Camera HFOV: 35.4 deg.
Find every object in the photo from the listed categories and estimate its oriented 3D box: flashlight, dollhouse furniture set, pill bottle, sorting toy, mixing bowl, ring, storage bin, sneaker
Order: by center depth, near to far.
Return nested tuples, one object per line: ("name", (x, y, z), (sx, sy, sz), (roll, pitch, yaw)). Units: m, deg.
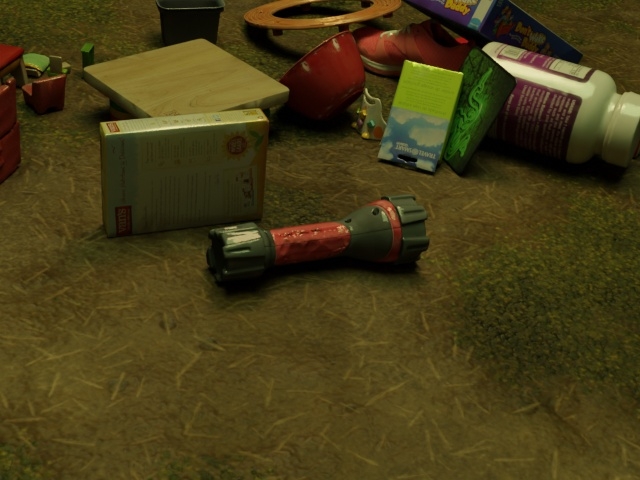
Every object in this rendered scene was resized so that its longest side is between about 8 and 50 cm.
("flashlight", (0.000, 0.000, 1.412), (0.304, 0.103, 0.103), (-8, 39, -22))
("dollhouse furniture set", (-0.545, -0.243, 1.631), (0.201, 0.152, 0.374), (13, 34, 9))
("sorting toy", (-0.234, -0.242, 1.739), (0.257, 0.089, 0.255), (-23, 44, -36))
("pill bottle", (0.413, -0.232, 1.763), (0.301, 0.169, 0.169), (21, 37, 21))
("sorting toy", (0.088, -0.228, 1.784), (0.045, 0.075, 0.083), (-12, 37, -25))
("mixing bowl", (0.013, -0.279, 1.792), (0.098, 0.181, 0.181), (52, 46, 4))
("dollhouse furniture set", (-0.501, -0.341, 1.868), (0.151, 0.059, 0.076), (8, 34, 2))
("sneaker", (0.191, -0.385, 1.980), (0.314, 0.136, 0.116), (30, 40, 31))
("storage bin", (-0.269, -0.449, 2.038), (0.135, 0.091, 0.098), (-5, 36, -18))
("ring", (0.006, -0.481, 2.128), (0.336, 0.032, 0.336), (-5, 23, 2))

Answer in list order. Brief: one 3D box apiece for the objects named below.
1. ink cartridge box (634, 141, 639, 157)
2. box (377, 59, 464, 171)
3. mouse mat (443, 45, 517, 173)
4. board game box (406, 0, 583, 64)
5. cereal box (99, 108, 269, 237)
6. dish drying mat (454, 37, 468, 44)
("ink cartridge box", (0.540, -0.223, 1.863), (0.150, 0.063, 0.109), (25, 38, 24))
("box", (0.173, -0.211, 1.725), (0.109, 0.178, 0.042), (15, -4, 14))
("mouse mat", (0.252, -0.225, 1.718), (0.007, 0.190, 0.152), (14, 26, -33))
("board game box", (0.332, -0.423, 1.962), (0.233, 0.078, 0.347), (36, 13, 38))
("cereal box", (-0.198, -0.099, 1.460), (0.240, 0.173, 0.047), (-7, 36, -20))
("dish drying mat", (0.307, -0.433, 2.185), (0.083, 0.008, 0.032), (-17, 41, -31))
